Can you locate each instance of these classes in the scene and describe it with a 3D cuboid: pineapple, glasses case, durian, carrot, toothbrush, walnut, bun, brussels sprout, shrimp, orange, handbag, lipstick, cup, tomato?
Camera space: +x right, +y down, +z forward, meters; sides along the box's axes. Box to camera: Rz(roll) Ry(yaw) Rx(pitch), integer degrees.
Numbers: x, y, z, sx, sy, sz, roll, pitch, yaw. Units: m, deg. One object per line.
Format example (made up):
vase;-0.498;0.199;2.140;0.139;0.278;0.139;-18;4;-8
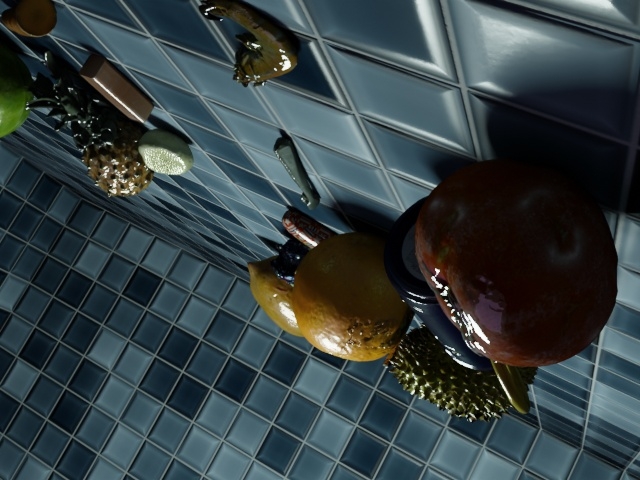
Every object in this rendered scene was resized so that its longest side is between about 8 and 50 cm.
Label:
pineapple;-0.468;-0.237;1.647;0.165;0.166;0.364;22;160;33
glasses case;0.000;0.000;1.748;0.194;0.049;0.073;31;170;-12
durian;0.283;0.234;1.576;0.292;0.258;0.258;15;177;-28
carrot;-0.474;-0.354;1.293;0.061;0.061;0.209;35;172;-33
toothbrush;-0.039;-0.110;1.372;0.030;0.030;0.297;36;173;17
walnut;-0.080;0.144;2.283;0.297;0.203;0.203;35;169;-15
bun;-0.307;-0.182;1.632;0.115;0.069;0.115;13;152;7
brussels sprout;-0.689;-0.317;1.614;0.244;0.244;0.244;28;170;5
shrimp;-0.097;-0.226;0.938;0.124;0.034;0.178;36;166;-22
orange;0.063;0.102;1.537;0.246;0.246;0.246;28;170;5
handbag;-0.034;0.070;1.970;0.161;0.113;0.260;27;180;-17
lipstick;-0.353;-0.263;1.422;0.045;0.045;0.145;24;168;33
cup;0.228;0.078;1.094;0.255;0.178;0.256;41;178;37
tomato;0.210;0.018;0.869;0.232;0.188;0.232;61;176;7
